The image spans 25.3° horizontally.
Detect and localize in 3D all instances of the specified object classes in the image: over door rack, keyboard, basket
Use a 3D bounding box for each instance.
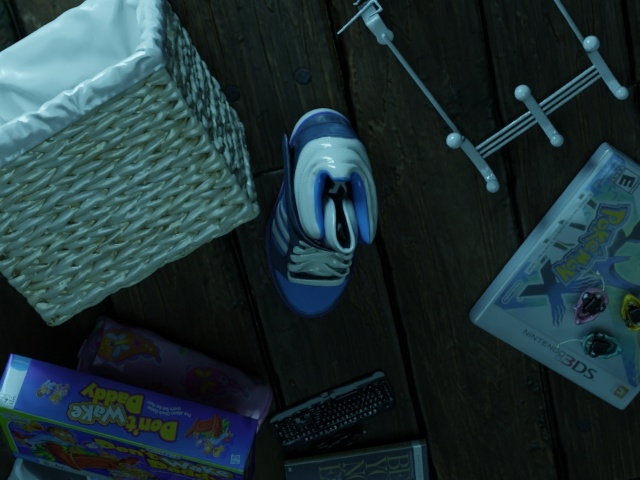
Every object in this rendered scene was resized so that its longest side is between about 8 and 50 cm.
[{"bbox_3d":[0.236,-0.243,1.893,0.239,0.108,0.324,-35,114,10],"label":"over door rack"},{"bbox_3d":[0.026,0.274,2.153,0.192,0.038,0.100,-23,116,6],"label":"keyboard"},{"bbox_3d":[-0.282,-0.118,1.777,0.331,0.328,0.266,-28,117,7],"label":"basket"}]

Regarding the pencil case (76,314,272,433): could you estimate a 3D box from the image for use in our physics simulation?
[{"bbox_3d":[-0.211,0.209,2.054,0.284,0.124,0.124,22,111,-16],"label":"pencil case"}]

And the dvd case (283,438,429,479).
[{"bbox_3d":[0.061,0.389,2.209,0.221,0.018,0.165,-8,124,-3],"label":"dvd case"}]

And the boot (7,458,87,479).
[{"bbox_3d":[-0.362,0.427,2.135,0.258,0.095,0.123,34,117,7],"label":"boot"}]

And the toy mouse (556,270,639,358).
[{"bbox_3d":[0.407,0.119,2.084,0.143,0.031,0.161,-29,115,8],"label":"toy mouse"}]

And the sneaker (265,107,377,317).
[{"bbox_3d":[0.001,0.000,1.909,0.130,0.236,0.323,3,114,-7],"label":"sneaker"}]

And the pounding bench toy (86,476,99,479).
[{"bbox_3d":[-0.308,0.326,2.125,0.083,0.065,0.052,-6,116,-3],"label":"pounding bench toy"}]

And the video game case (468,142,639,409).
[{"bbox_3d":[0.432,0.061,2.096,0.300,0.036,0.329,30,108,-18],"label":"video game case"}]

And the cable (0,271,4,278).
[{"bbox_3d":[-0.500,0.054,1.999,0.139,0.072,0.287,6,128,-27],"label":"cable"}]

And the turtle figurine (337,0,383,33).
[{"bbox_3d":[0.029,-0.393,1.796,0.175,0.118,0.234,28,94,-33],"label":"turtle figurine"}]

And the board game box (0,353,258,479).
[{"bbox_3d":[-0.265,0.276,1.982,0.347,0.078,0.233,14,154,3],"label":"board game box"}]
